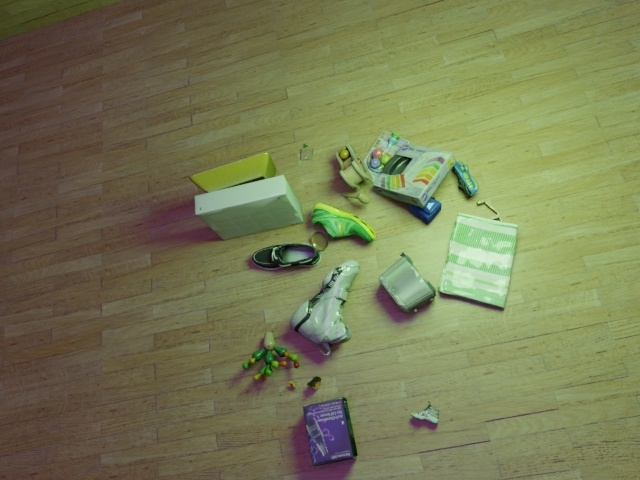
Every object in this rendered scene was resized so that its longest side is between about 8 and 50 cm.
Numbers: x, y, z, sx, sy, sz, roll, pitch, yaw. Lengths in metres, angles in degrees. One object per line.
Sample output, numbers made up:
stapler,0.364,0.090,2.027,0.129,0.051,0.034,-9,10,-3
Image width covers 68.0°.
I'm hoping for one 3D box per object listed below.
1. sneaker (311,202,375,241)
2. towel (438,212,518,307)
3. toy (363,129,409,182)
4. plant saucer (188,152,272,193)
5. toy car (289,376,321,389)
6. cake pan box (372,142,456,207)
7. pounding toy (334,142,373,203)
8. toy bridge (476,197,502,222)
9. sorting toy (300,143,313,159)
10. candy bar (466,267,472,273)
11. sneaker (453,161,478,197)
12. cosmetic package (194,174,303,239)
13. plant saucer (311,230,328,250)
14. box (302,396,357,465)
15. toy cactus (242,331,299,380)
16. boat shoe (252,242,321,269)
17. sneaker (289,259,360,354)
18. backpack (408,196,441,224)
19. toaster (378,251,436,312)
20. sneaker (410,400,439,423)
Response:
sneaker,0.094,-0.057,1.975,0.295,0.109,0.124,25,99,19
towel,0.605,0.069,1.812,0.247,0.038,0.325,13,78,15
toy,0.266,-0.369,2.058,0.136,0.056,0.237,30,80,22
plant saucer,-0.349,-0.251,2.012,0.332,0.333,0.081,-18,87,-1
toy car,-0.054,0.551,1.825,0.122,0.060,0.041,-4,114,29
cake pan box,0.376,-0.273,1.938,0.246,0.070,0.266,-50,42,-12
pounding toy,0.113,-0.274,1.991,0.154,0.154,0.270,-36,52,19
toy bridge,0.680,-0.087,1.880,0.063,0.026,0.188,-16,68,5
sorting toy,-0.060,-0.407,2.169,0.062,0.012,0.083,-1,74,18
candy bar,0.613,0.103,1.832,0.161,0.018,0.040,-15,68,8
sneaker,0.579,-0.252,1.937,0.067,0.078,0.188,-2,52,-19
cosmetic package,-0.287,-0.128,1.975,0.377,0.284,0.098,-12,69,8
plant saucer,0.000,0.000,1.992,0.083,0.015,0.084,9,108,28
box,0.036,0.685,1.707,0.153,0.108,0.207,-15,68,7
toy cactus,-0.193,0.450,1.862,0.218,0.112,0.181,-15,49,10
boat shoe,-0.150,0.057,1.981,0.302,0.091,0.114,-6,69,10
sneaker,0.068,0.262,1.840,0.210,0.137,0.366,42,89,22
backpack,0.419,-0.147,1.922,0.120,0.101,0.098,39,76,23
toaster,0.325,0.165,1.817,0.146,0.129,0.227,-37,68,1
sneaker,0.376,0.609,1.698,0.098,0.038,0.069,12,72,7
